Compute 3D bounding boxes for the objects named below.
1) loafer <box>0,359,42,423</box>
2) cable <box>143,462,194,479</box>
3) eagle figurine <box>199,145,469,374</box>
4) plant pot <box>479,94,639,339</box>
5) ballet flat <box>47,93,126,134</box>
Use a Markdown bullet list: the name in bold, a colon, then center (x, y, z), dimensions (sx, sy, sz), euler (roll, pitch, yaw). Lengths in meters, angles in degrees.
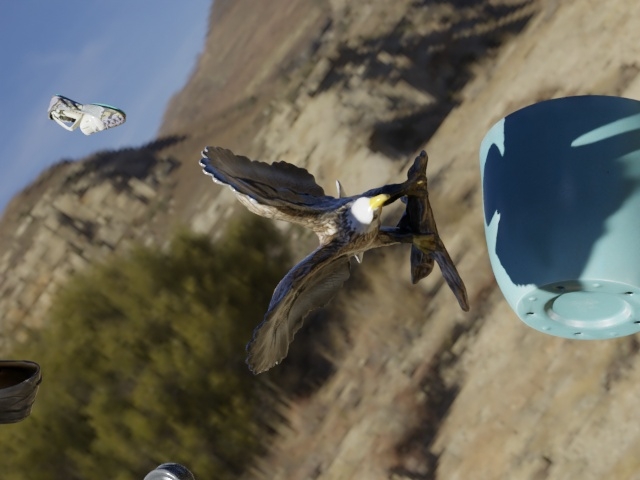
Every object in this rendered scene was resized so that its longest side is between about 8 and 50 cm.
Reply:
- **loafer**: center (-0.332, 0.128, 1.155), dimensions (0.170, 0.062, 0.061), euler (0, -42, -37)
- **cable**: center (-0.213, 0.372, 1.572), dimensions (0.072, 0.139, 0.287), euler (-18, -51, -53)
- **eagle figurine**: center (0.003, -0.007, 1.440), dimensions (0.298, 0.226, 0.225), euler (-15, -43, -25)
- **plant pot**: center (0.349, -0.010, 1.689), dimensions (0.293, 0.293, 0.235), euler (133, 148, -58)
- **ballet flat**: center (-0.287, -0.148, 1.573), dimensions (0.041, 0.114, 0.041), euler (-34, -49, -50)
